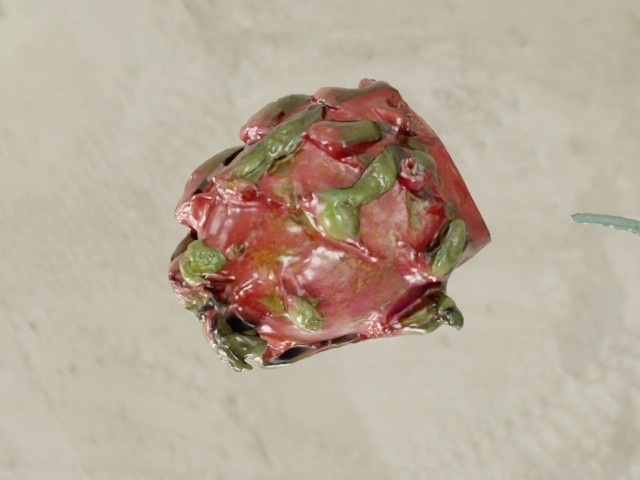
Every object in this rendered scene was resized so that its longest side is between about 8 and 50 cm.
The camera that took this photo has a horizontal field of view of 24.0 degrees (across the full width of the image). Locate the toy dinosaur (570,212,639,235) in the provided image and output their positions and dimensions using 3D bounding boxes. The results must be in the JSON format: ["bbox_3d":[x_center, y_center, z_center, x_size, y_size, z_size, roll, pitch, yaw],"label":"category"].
[{"bbox_3d":[0.400,0.027,1.271,0.383,0.076,0.129,33,131,-15],"label":"toy dinosaur"}]

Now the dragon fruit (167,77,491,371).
[{"bbox_3d":[0.000,0.000,0.866,0.166,0.172,0.160,57,178,22],"label":"dragon fruit"}]
